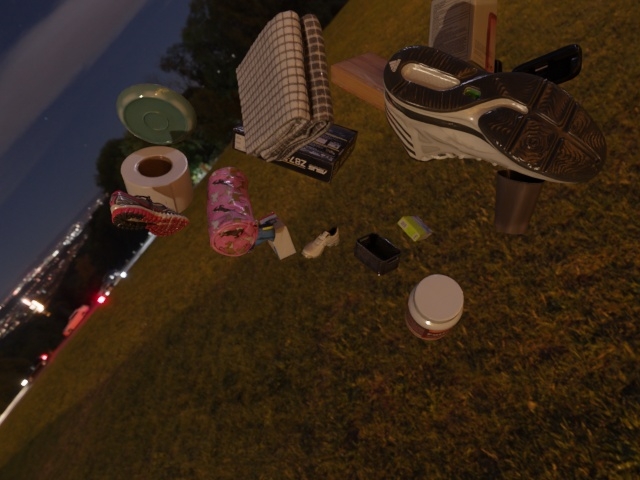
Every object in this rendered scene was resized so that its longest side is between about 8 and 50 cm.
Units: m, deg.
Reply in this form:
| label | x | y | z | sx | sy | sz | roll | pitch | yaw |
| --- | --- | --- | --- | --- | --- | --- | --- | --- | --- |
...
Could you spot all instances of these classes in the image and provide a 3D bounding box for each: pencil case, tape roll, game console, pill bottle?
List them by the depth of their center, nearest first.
| label | x | y | z | sx | sy | sz | roll | pitch | yaw |
| --- | --- | --- | --- | --- | --- | --- | --- | --- | --- |
| game console | 0.574 | -0.449 | 1.340 | 0.362 | 0.044 | 0.212 | -9 | 75 | 51 |
| pencil case | -0.324 | -0.115 | 1.650 | 0.386 | 0.167 | 0.160 | -111 | 36 | -48 |
| tape roll | -0.632 | -0.229 | 1.784 | 0.169 | 0.247 | 0.246 | 97 | -168 | -49 |
| pill bottle | 0.483 | 0.288 | 1.949 | 0.224 | 0.224 | 0.392 | -54 | -18 | -13 |

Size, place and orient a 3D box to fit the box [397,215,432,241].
| label | x | y | z | sx | sy | sz | roll | pitch | yaw |
| --- | --- | --- | --- | --- | --- | --- | --- | --- | --- |
| box | 0.400 | -0.053 | 1.919 | 0.042 | 0.109 | 0.178 | -49 | -19 | 24 |

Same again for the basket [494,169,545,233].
| label | x | y | z | sx | sy | sz | roll | pitch | yaw |
| --- | --- | --- | --- | --- | --- | --- | --- | --- | --- |
| basket | 0.787 | -0.153 | 1.846 | 0.154 | 0.226 | 0.204 | -8 | 26 | -20 |

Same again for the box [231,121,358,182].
| label | x | y | z | sx | sy | sz | roll | pitch | yaw |
| --- | --- | --- | --- | --- | --- | --- | --- | --- | --- |
| box | -0.089 | -0.385 | 1.739 | 0.318 | 0.396 | 0.097 | -59 | -14 | -49 |

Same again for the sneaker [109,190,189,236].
| label | x | y | z | sx | sy | sz | roll | pitch | yaw |
| --- | --- | --- | --- | --- | --- | --- | --- | --- | --- |
| sneaker | -0.580 | -0.097 | 1.579 | 0.121 | 0.299 | 0.111 | -33 | 65 | 21 |

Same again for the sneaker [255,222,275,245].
| label | x | y | z | sx | sy | sz | roll | pitch | yaw |
| --- | --- | --- | --- | --- | --- | --- | --- | --- | --- |
| sneaker | -0.271 | -0.009 | 1.727 | 0.210 | 0.082 | 0.069 | -10 | 20 | -19 |

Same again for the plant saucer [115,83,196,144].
| label | x | y | z | sx | sy | sz | roll | pitch | yaw |
| --- | --- | --- | --- | --- | --- | --- | --- | --- | --- |
| plant saucer | -0.674 | -0.501 | 1.874 | 0.318 | 0.318 | 0.043 | -31 | 48 | 37 |

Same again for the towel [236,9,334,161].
| label | x | y | z | sx | sy | sz | roll | pitch | yaw |
| --- | --- | --- | --- | --- | --- | --- | --- | --- | --- |
| towel | -0.079 | -0.317 | 1.000 | 0.284 | 0.122 | 0.234 | -18 | 79 | 61 |

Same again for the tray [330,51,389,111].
| label | x | y | z | sx | sy | sz | roll | pitch | yaw |
| --- | --- | --- | --- | --- | --- | --- | --- | --- | --- |
| tray | 0.241 | -0.586 | 1.701 | 0.203 | 0.076 | 0.411 | -28 | 50 | -23 |

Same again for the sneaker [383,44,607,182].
| label | x | y | z | sx | sy | sz | roll | pitch | yaw |
| --- | --- | --- | --- | --- | --- | --- | --- | --- | --- |
| sneaker | 0.340 | -0.232 | 0.968 | 0.169 | 0.448 | 0.257 | -61 | -9 | -6 |

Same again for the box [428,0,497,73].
| label | x | y | z | sx | sy | sz | roll | pitch | yaw |
| --- | --- | --- | --- | --- | --- | --- | --- | --- | --- |
| box | 0.401 | -0.572 | 1.292 | 0.149 | 0.127 | 0.232 | -1 | 81 | 49 |

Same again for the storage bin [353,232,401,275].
| label | x | y | z | sx | sy | sz | roll | pitch | yaw |
| --- | --- | --- | --- | --- | --- | --- | --- | --- | --- |
| storage bin | 0.244 | 0.056 | 1.961 | 0.122 | 0.084 | 0.180 | -22 | 46 | -32 |

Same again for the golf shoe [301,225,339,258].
| label | x | y | z | sx | sy | sz | roll | pitch | yaw |
| --- | --- | --- | --- | --- | --- | --- | --- | --- | --- |
| golf shoe | 0.000 | 0.000 | 1.696 | 0.176 | 0.069 | 0.085 | -33 | -33 | -35 |

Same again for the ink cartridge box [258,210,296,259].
| label | x | y | z | sx | sy | sz | roll | pitch | yaw |
| --- | --- | --- | --- | --- | --- | --- | --- | --- | --- |
| ink cartridge box | -0.190 | -0.029 | 1.935 | 0.078 | 0.134 | 0.231 | -25 | 27 | -11 |
